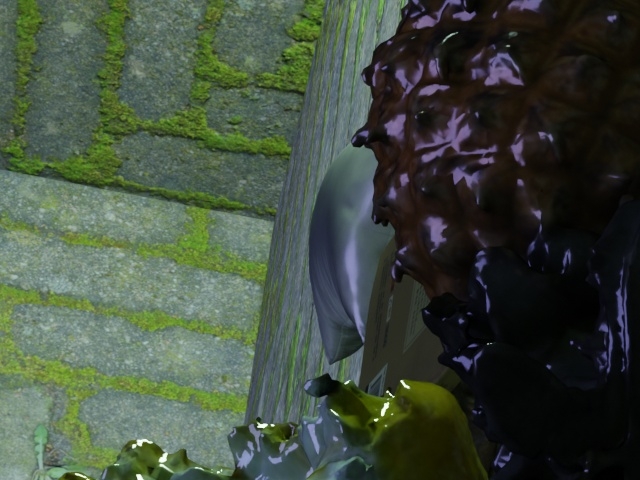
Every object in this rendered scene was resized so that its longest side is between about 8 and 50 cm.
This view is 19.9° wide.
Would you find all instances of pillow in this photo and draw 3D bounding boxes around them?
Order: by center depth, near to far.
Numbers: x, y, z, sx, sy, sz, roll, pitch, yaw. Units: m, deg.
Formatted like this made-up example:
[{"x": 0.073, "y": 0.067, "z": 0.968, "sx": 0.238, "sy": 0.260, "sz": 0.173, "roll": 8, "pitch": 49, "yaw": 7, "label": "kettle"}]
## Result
[{"x": 0.034, "y": 0.002, "z": 1.119, "sx": 0.254, "sy": 0.078, "sz": 0.144, "roll": 135, "pitch": 146, "yaw": -82, "label": "pillow"}]

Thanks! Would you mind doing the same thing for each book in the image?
[{"x": 0.064, "y": 0.008, "z": 0.824, "sx": 0.199, "sy": 0.016, "sz": 0.138, "roll": 125, "pitch": 160, "yaw": -50, "label": "book"}]

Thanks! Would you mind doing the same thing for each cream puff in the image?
[{"x": -0.024, "y": 0.166, "z": 0.667, "sx": 0.221, "sy": 0.194, "sz": 0.195, "roll": -23, "pitch": 44, "yaw": 36, "label": "cream puff"}]

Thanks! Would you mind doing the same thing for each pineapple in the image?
[{"x": 0.066, "y": 0.031, "z": 0.473, "sx": 0.119, "sy": 0.111, "sz": 0.237, "roll": 61, "pitch": -158, "yaw": -46, "label": "pineapple"}]

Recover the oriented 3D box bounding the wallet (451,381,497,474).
[{"x": 0.053, "y": 0.106, "z": 0.876, "sx": 0.118, "sy": 0.038, "sz": 0.153, "roll": -88, "pitch": 8, "yaw": -55, "label": "wallet"}]
